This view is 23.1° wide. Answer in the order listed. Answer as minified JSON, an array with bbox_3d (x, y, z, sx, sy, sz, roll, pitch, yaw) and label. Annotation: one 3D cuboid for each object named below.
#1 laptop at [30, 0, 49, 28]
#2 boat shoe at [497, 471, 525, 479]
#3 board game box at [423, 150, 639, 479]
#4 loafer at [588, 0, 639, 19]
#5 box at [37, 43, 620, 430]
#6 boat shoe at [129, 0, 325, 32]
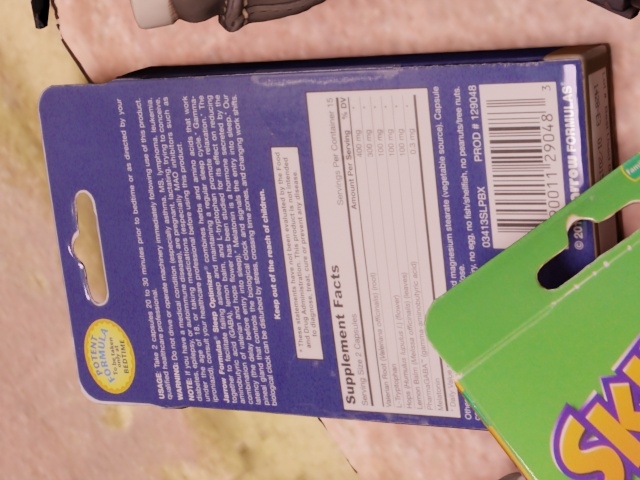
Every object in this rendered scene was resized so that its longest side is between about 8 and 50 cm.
[{"bbox_3d":[-0.175,-0.204,0.559,0.264,0.136,0.234,7,108,27],"label":"laptop"},{"bbox_3d":[0.080,0.125,0.551,0.267,0.096,0.088,9,104,24],"label":"boat shoe"},{"bbox_3d":[0.153,0.092,0.479,0.124,0.039,0.259,-36,77,-3],"label":"board game box"},{"bbox_3d":[0.152,-0.082,0.443,0.302,0.109,0.095,7,113,23],"label":"loafer"},{"bbox_3d":[0.000,0.000,0.587,0.225,0.036,0.136,1,105,27],"label":"box"},{"bbox_3d":[-0.040,-0.237,0.507,0.095,0.112,0.335,-9,105,-5],"label":"boat shoe"}]
